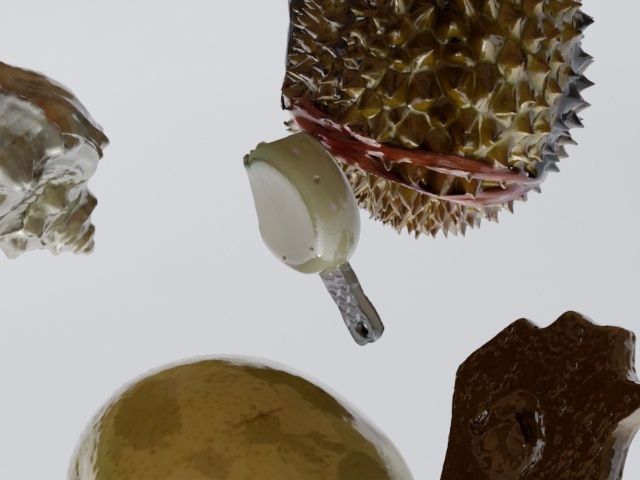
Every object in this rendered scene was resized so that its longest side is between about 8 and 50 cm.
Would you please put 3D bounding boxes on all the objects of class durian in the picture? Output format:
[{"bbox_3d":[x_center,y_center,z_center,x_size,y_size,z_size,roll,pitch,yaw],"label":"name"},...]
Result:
[{"bbox_3d":[0.110,-0.185,1.967,0.347,0.384,0.347,-9,-154,5],"label":"durian"}]

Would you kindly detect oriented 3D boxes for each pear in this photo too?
[{"bbox_3d":[-0.062,0.243,1.627,0.309,0.309,0.309,-8,-146,5],"label":"pear"}]

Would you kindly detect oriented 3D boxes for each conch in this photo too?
[{"bbox_3d":[-0.324,-0.075,1.614,0.352,0.210,0.297,22,172,-23],"label":"conch"}]

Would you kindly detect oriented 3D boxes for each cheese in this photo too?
[{"bbox_3d":[-0.005,-0.001,1.509,0.047,0.171,0.092,-29,-158,-32],"label":"cheese"}]

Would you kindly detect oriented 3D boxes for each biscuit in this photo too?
[{"bbox_3d":[0.175,0.138,1.498,0.215,0.034,0.182,-18,-126,48],"label":"biscuit"}]
